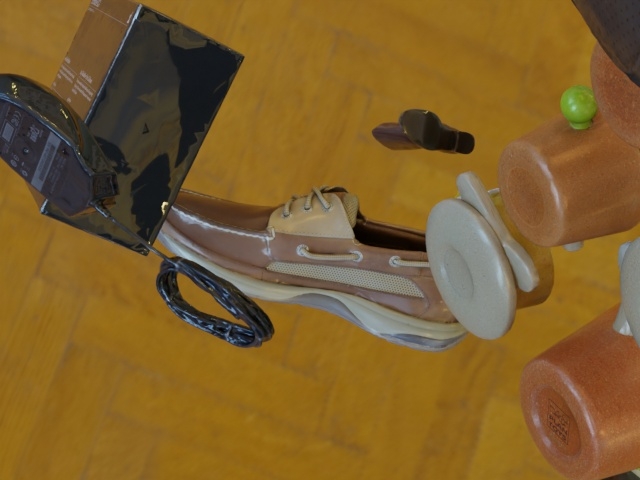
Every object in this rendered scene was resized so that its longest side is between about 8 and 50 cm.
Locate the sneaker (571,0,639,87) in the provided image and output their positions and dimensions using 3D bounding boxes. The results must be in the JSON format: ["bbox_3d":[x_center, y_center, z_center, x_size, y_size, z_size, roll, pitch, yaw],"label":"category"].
[{"bbox_3d":[0.081,-0.174,0.742,0.139,0.125,0.341,-4,44,-18],"label":"sneaker"}]

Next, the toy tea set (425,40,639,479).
[{"bbox_3d":[0.182,-0.001,0.924,0.124,0.336,0.200,-21,74,-23],"label":"toy tea set"}]

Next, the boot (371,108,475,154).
[{"bbox_3d":[0.084,-0.111,1.783,0.106,0.114,0.037,22,84,-40],"label":"boot"}]

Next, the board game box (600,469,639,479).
[{"bbox_3d":[0.322,0.220,1.334,0.259,0.030,0.136,41,54,1],"label":"board game box"}]

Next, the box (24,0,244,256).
[{"bbox_3d":[-0.170,-0.109,1.497,0.103,0.261,0.184,22,95,-17],"label":"box"}]

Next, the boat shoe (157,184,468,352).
[{"bbox_3d":[0.000,0.000,1.676,0.324,0.123,0.116,18,110,-5],"label":"boat shoe"}]

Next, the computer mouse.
[{"bbox_3d":[-0.118,-0.022,1.094,0.242,0.071,0.041,42,53,3],"label":"computer mouse"}]
